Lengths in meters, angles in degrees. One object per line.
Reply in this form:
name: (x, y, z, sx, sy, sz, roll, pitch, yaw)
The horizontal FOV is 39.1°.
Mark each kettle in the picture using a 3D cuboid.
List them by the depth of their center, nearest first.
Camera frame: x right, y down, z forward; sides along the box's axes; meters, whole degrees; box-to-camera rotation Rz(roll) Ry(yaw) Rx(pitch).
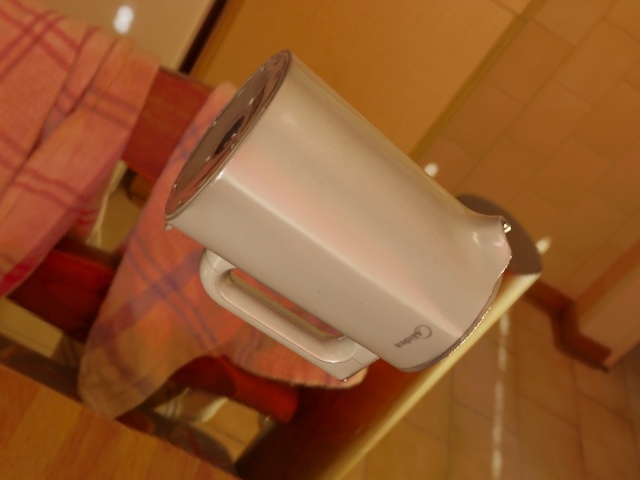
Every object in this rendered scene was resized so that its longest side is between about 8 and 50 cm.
kettle: (0.002, 0.001, 0.443, 0.148, 0.127, 0.098, 37, 4, -19)
